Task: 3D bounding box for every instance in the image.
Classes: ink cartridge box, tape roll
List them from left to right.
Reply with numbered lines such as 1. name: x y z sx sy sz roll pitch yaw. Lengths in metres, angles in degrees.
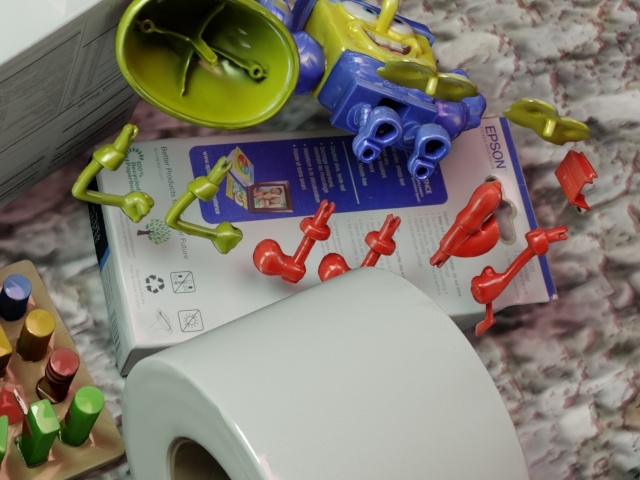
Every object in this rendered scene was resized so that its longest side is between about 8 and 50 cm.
1. ink cartridge box: 0.000 0.000 1.449 0.333 0.065 0.165 -5 66 -18
2. tape roll: 0.002 0.157 1.267 0.169 0.246 0.246 -23 74 -26

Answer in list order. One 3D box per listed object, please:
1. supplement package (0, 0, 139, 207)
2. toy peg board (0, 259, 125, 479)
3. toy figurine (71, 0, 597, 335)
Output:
1. supplement package: -0.240 -0.163 1.334 0.198 0.262 0.199 -38 81 -29
2. toy peg board: -0.231 0.095 1.318 0.161 0.079 0.160 -21 73 -26
3. toy figurine: -0.002 -0.103 1.400 0.363 0.191 0.217 16 28 -21
